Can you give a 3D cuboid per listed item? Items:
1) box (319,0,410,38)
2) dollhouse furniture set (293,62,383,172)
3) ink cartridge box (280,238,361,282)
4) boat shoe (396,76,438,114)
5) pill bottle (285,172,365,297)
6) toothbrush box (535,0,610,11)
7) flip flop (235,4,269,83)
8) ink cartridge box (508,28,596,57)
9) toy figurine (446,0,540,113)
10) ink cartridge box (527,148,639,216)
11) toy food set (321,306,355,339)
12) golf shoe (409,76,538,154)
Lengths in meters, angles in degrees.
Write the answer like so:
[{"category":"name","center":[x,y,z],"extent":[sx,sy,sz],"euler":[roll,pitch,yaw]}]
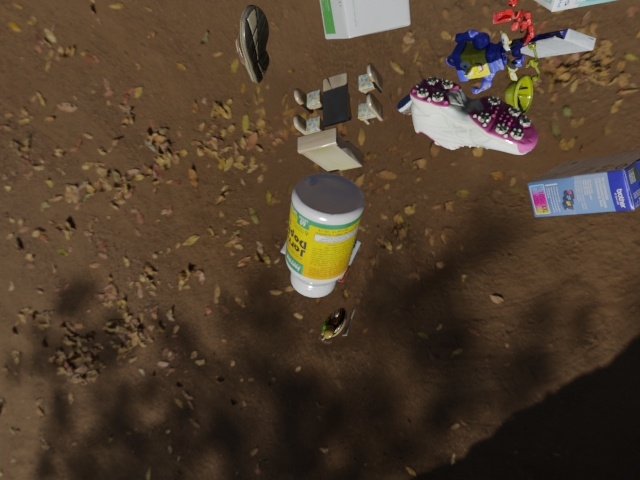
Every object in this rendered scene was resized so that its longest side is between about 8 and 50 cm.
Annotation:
[{"category":"box","center":[0.058,-0.341,0.558],"extent":[0.102,0.087,0.101],"euler":[-21,121,-15]},{"category":"dollhouse furniture set","center":[0.046,-0.518,1.674],"extent":[0.362,0.256,0.394],"euler":[-6,77,29]},{"category":"ink cartridge box","center":[0.024,-0.003,1.726],"extent":[0.130,0.309,0.271],"euler":[22,84,42]},{"category":"boat shoe","center":[0.370,-0.528,1.486],"extent":[0.183,0.066,0.066],"euler":[-25,51,46]},{"category":"pill bottle","center":[0.000,0.000,0.697],"extent":[0.118,0.117,0.208],"euler":[16,134,6]},{"category":"toothbrush box","center":[0.784,-0.797,1.129],"extent":[0.296,0.126,0.216],"euler":[-10,139,-4]},{"category":"flip flop","center":[-0.206,-0.569,1.188],"extent":[0.080,0.277,0.112],"euler":[31,81,3]},{"category":"ink cartridge box","center":[0.814,-0.712,1.455],"extent":[0.224,0.223,0.045],"euler":[-3,106,-28]},{"category":"toy figurine","center":[0.486,-0.532,1.182],"extent":[0.217,0.362,0.191],"euler":[11,74,38]},{"category":"ink cartridge box","center":[1.003,-0.206,1.436],"extent":[0.270,0.395,0.151],"euler":[-26,100,-27]},{"category":"toy food set","center":[0.053,0.303,1.505],"extent":[0.038,0.192,0.132],"euler":[31,61,-16]},{"category":"golf shoe","center":[0.342,-0.264,0.934],"extent":[0.306,0.140,0.115],"euler":[38,65,27]}]
